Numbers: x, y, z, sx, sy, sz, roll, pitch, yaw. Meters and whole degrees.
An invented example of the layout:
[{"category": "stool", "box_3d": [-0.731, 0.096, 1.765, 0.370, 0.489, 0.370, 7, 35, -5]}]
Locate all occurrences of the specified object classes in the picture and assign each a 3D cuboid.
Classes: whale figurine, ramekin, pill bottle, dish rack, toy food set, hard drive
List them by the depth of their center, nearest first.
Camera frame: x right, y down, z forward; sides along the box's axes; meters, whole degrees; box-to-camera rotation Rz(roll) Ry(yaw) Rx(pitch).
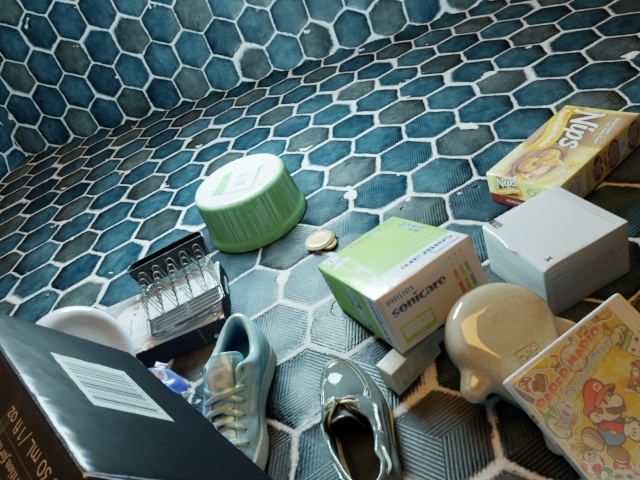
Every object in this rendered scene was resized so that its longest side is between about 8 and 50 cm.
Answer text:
[{"category": "whale figurine", "box_3d": [0.313, 0.199, 0.859, 0.216, 0.141, 0.272, -30, 58, -10]}, {"category": "pill bottle", "box_3d": [-0.545, 0.277, 1.093, 0.363, 0.210, 0.210, -28, 25, 39]}, {"category": "dish rack", "box_3d": [-0.340, 0.101, 1.298, 0.208, 0.074, 0.271, -29, 34, -6]}, {"category": "hard drive", "box_3d": [-0.382, 0.194, 1.319, 0.339, 0.064, 0.237, -23, 33, 2]}, {"category": "toy food set", "box_3d": [0.000, 0.000, 1.390, 0.083, 0.020, 0.082, -19, 34, 8]}, {"category": "ramekin", "box_3d": [-0.206, -0.117, 1.560, 0.303, 0.148, 0.303, -16, 34, 11]}]

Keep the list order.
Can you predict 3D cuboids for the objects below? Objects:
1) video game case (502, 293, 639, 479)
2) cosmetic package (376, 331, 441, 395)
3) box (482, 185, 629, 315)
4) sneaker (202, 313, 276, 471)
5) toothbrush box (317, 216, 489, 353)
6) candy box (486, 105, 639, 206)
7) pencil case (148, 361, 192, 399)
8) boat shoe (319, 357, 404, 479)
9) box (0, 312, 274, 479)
[{"category": "video game case", "box_3d": [0.406, 0.213, 0.753, 0.227, 0.026, 0.206, -33, 67, -13]}, {"category": "cosmetic package", "box_3d": [0.157, 0.210, 0.972, 0.115, 0.060, 0.041, -38, 35, -23]}, {"category": "box", "box_3d": [0.433, 0.014, 1.019, 0.182, 0.119, 0.181, -29, 34, -7]}, {"category": "sneaker", "box_3d": [-0.171, 0.284, 0.987, 0.135, 0.150, 0.366, -17, 34, 11]}, {"category": "toothbrush box", "box_3d": [0.148, 0.069, 1.056, 0.206, 0.122, 0.283, -33, 18, -13]}, {"category": "candy box", "box_3d": [0.555, -0.188, 1.250, 0.316, 0.087, 0.183, -37, 36, -20]}, {"category": "pencil case", "box_3d": [-0.294, 0.365, 0.980, 0.133, 0.119, 0.306, -15, 33, -5]}, {"category": "boat shoe", "box_3d": [0.057, 0.292, 0.883, 0.116, 0.099, 0.319, -23, 34, 3]}, {"category": "box", "box_3d": [-0.368, 0.400, 0.680, 0.480, 0.297, 0.471, 18, 79, 45]}]
